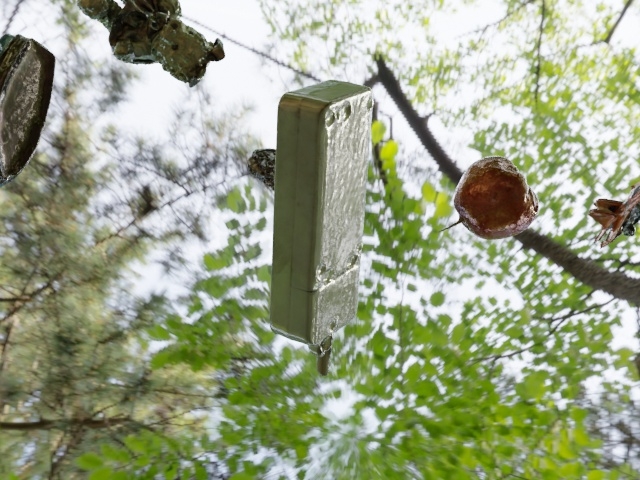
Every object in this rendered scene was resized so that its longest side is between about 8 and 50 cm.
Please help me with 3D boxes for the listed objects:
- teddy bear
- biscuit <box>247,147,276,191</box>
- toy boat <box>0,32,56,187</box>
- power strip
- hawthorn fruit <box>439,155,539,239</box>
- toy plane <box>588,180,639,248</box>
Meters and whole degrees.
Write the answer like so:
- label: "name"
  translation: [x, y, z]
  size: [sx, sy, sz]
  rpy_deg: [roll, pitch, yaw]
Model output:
- label: "teddy bear"
  translation: [-0.233, -0.282, 1.305]
  size: [0.213, 0.111, 0.133]
  rpy_deg: [39, -114, 2]
- label: "biscuit"
  translation: [-0.052, -0.082, 1.168]
  size: [0.087, 0.027, 0.089]
  rpy_deg: [19, -145, 0]
- label: "toy boat"
  translation: [-0.401, -0.156, 1.176]
  size: [0.097, 0.100, 0.223]
  rpy_deg: [-9, -118, 36]
- label: "power strip"
  translation: [0.000, 0.000, 0.871]
  size: [0.053, 0.093, 0.288]
  rpy_deg: [17, -64, 28]
- label: "hawthorn fruit"
  translation: [0.251, -0.054, 1.357]
  size: [0.125, 0.125, 0.140]
  rpy_deg: [35, -109, 8]
- label: "toy plane"
  translation: [0.473, -0.053, 1.390]
  size: [0.062, 0.188, 0.135]
  rpy_deg: [41, -120, -11]
